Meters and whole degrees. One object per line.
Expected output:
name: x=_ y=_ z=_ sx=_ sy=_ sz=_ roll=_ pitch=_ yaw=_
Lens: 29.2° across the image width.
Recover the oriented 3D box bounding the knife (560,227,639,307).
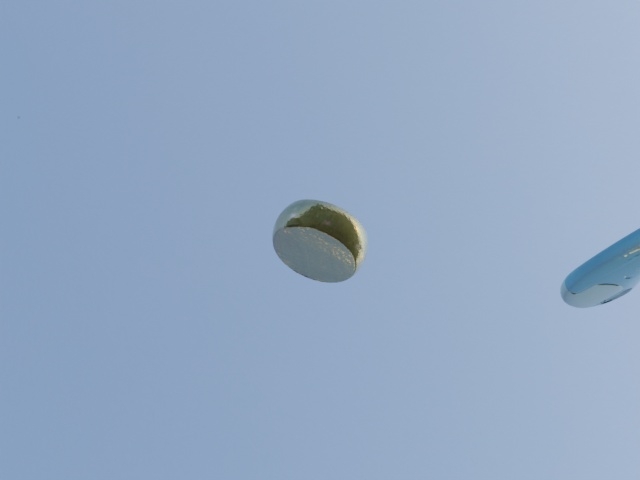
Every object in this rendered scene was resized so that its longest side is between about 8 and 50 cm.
knife: x=0.273 y=0.012 z=1.048 sx=0.064 sy=0.222 sz=0.031 roll=10 pitch=-115 yaw=-18

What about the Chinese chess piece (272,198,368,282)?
Chinese chess piece: x=0.000 y=0.000 z=1.051 sx=0.084 sy=0.084 sz=0.034 roll=32 pitch=-124 yaw=-15
